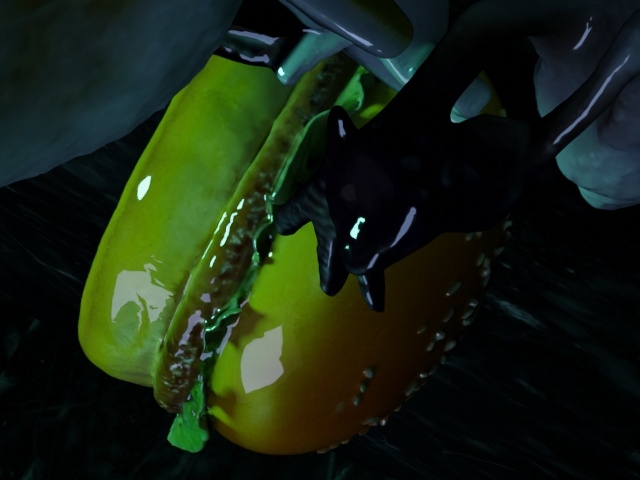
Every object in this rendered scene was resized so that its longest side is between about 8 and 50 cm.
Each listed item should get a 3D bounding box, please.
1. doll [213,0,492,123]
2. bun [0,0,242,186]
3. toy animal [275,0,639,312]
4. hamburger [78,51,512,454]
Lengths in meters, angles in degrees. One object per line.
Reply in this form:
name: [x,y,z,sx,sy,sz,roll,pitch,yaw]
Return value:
doll: [-0.055,-0.144,0.764,0.316,0.103,0.145,35,158,17]
bun: [-0.177,-0.161,0.545,0.362,0.211,0.362,48,-177,-3]
toy animal: [0.117,-0.053,0.695,0.324,0.195,0.090,-2,-124,-55]
hamburger: [0.001,-0.002,0.919,0.170,0.246,0.246,27,168,7]
